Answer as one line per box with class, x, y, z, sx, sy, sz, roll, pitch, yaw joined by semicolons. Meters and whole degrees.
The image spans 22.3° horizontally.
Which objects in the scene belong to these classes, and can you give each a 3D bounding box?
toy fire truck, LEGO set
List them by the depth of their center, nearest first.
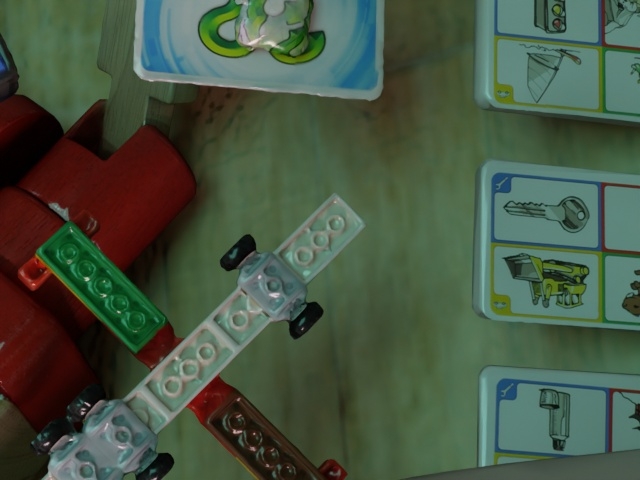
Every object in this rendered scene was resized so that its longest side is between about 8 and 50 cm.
LEGO set;0.000;0.000;0.498;0.244;0.060;0.183;4;77;-12
toy fire truck;-0.136;-0.052;0.573;0.217;0.158;0.246;37;73;21

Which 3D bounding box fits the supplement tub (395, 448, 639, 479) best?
supplement tub;0.124;0.205;0.316;0.241;0.241;0.331;-8;83;21
